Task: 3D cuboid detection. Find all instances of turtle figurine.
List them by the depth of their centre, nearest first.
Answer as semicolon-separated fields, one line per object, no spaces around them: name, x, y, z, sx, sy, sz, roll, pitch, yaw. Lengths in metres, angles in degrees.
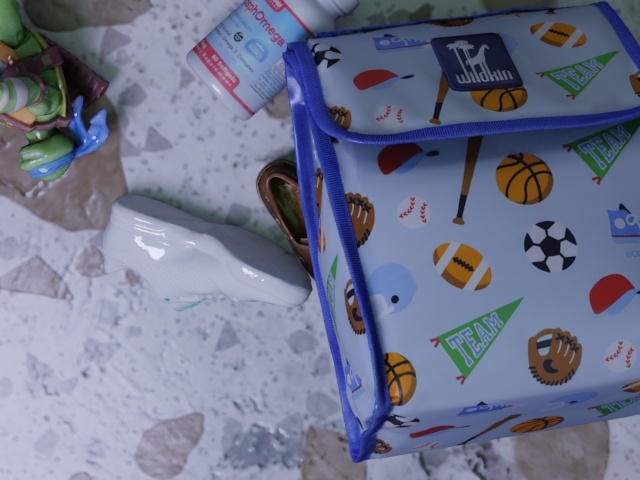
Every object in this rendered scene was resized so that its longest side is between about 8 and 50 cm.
turtle figurine;-0.346;-0.168;1.852;0.275;0.198;0.266;-14;95;-1

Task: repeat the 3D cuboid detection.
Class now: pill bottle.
pill bottle;-0.043;-0.196;1.896;0.160;0.087;0.087;-42;93;4

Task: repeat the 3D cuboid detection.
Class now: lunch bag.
lunch bag;0.152;-0.028;1.805;0.328;0.239;0.385;-7;71;-9

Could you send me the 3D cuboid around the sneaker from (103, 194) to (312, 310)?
sneaker;-0.111;0.033;1.929;0.212;0.080;0.094;22;110;13

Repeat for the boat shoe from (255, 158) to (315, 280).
boat shoe;0.000;-0.001;1.925;0.064;0.060;0.178;-39;93;4
